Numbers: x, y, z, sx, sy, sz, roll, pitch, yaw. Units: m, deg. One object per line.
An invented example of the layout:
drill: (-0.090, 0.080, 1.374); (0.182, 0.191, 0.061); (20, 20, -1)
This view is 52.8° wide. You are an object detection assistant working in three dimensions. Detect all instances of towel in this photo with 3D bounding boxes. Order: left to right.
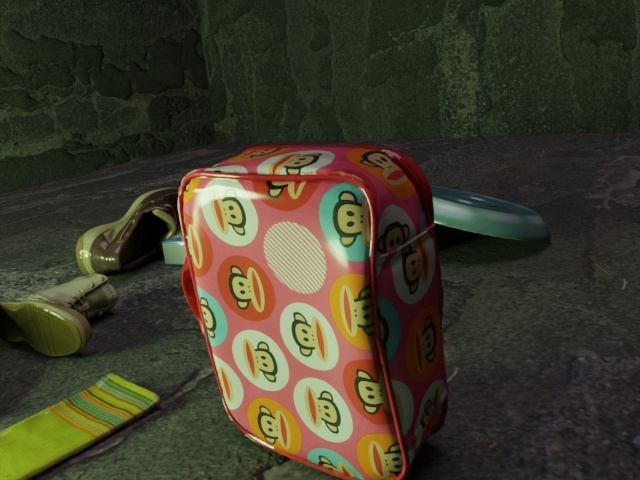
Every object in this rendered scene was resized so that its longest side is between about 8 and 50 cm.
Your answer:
towel: (-0.289, 0.205, 0.672); (0.102, 0.021, 0.237); (6, 19, 38)

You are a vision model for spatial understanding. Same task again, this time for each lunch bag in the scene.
lunch bag: (-0.022, 0.062, 0.593); (0.258, 0.293, 0.120); (6, 23, 34)

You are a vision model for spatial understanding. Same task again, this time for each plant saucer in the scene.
plant saucer: (0.288, -0.062, 1.248); (0.317, 0.044, 0.317); (10, 13, -2)

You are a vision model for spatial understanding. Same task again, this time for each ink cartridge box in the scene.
ink cartridge box: (-0.253, 0.009, 1.325); (0.088, 0.052, 0.122); (0, 15, 20)

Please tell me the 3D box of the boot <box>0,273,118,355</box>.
boot: (-0.370, 0.104, 0.972); (0.213, 0.077, 0.165); (2, 15, 36)

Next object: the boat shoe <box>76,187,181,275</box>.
boat shoe: (-0.349, -0.022, 1.344); (0.123, 0.124, 0.342); (0, 20, 24)

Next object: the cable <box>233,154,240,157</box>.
cable: (-0.096, -0.080, 1.276); (0.256, 0.089, 0.257); (0, -27, 5)
